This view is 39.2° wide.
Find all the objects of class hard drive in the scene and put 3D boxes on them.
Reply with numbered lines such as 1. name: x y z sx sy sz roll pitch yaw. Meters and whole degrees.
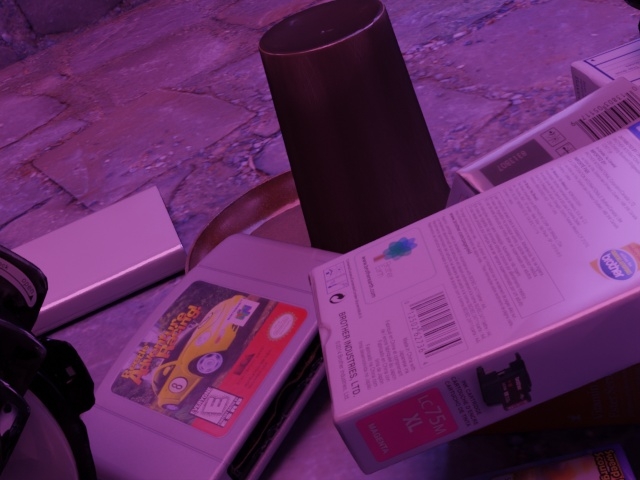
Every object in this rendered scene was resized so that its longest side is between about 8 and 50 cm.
1. hard drive: -0.330 0.041 1.147 0.307 0.040 0.203 -24 31 -8

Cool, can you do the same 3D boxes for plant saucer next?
1. plant saucer: 0.000 0.000 1.013 0.310 0.050 0.311 -14 30 9

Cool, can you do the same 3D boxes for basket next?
1. basket: 0.032 -0.113 0.905 0.154 0.227 0.204 -6 34 23

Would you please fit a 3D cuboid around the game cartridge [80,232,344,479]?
1. game cartridge: -0.095 0.116 0.826 0.196 0.060 0.294 8 52 41

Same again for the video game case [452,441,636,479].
1. video game case: 0.099 0.261 0.528 0.244 0.061 0.270 -16 32 9

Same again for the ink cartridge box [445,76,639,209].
1. ink cartridge box: 0.191 -0.026 0.822 0.189 0.232 0.066 -30 62 -18

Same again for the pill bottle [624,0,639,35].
1. pill bottle: 0.328 -0.286 0.816 0.122 0.219 0.123 -15 29 9

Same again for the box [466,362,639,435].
1. box: 0.172 0.075 0.714 0.170 0.130 0.091 -10 34 19

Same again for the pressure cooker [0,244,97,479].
1. pressure cooker: -0.365 0.169 0.650 0.375 0.370 0.420 -18 27 -31

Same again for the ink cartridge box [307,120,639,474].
1. ink cartridge box: 0.148 0.022 0.604 0.311 0.065 0.186 -27 27 9

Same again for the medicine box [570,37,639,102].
1. medicine box: 0.422 -0.104 0.836 0.263 0.149 0.289 -20 31 0
